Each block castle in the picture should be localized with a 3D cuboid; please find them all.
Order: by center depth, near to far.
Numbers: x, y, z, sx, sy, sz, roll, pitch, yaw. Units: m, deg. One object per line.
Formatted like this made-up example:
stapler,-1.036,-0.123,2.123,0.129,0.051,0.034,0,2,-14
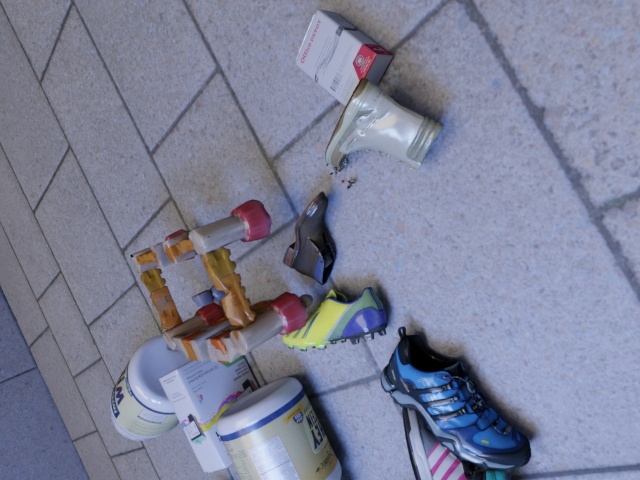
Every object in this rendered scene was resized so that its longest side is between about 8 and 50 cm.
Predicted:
block castle,-0.234,0.098,1.162,0.453,0.212,0.303,-14,100,51

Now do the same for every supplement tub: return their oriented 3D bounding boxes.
supplement tub,-0.088,0.519,1.193,0.228,0.228,0.316,-30,85,42
supplement tub,-0.500,0.459,1.515,0.235,0.235,0.325,52,130,14

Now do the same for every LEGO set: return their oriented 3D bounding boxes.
LEGO set,0.042,-0.144,0.995,0.054,0.023,0.083,-17,107,45

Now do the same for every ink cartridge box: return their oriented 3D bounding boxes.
ink cartridge box,0.039,-0.328,0.900,0.150,0.063,0.109,45,129,19
ink cartridge box,-0.270,0.439,1.335,0.117,0.201,0.278,-32,83,42

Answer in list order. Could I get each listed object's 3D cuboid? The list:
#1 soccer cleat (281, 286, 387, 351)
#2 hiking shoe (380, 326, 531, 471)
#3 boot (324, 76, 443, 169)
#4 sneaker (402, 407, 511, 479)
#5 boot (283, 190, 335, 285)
soccer cleat,0.022,0.170,1.079,0.289,0.093,0.121,-20,81,41
hiking shoe,0.244,0.292,0.909,0.304,0.113,0.132,29,123,30
boot,0.104,-0.170,0.873,0.165,0.077,0.213,27,152,-3
sneaker,0.269,0.427,0.936,0.124,0.178,0.296,78,178,-48
boot,0.000,0.000,1.049,0.106,0.082,0.219,36,136,13
